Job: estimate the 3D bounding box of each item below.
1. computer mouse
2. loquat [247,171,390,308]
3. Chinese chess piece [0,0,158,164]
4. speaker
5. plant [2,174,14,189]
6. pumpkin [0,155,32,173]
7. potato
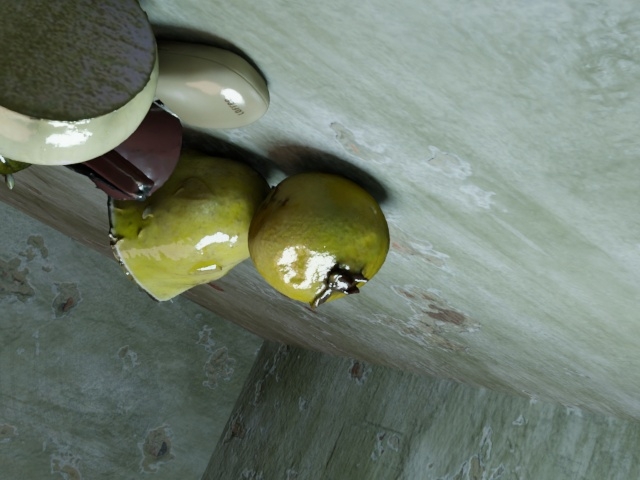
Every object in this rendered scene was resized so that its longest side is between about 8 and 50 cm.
[{"bbox_3d":[-0.182,-0.219,1.119,0.236,0.082,0.145,14,163,32],"label":"computer mouse"},{"bbox_3d":[0.000,0.000,1.305,0.243,0.244,0.244,23,165,6],"label":"loquat"},{"bbox_3d":[-0.336,-0.225,0.968,0.270,0.270,0.112,27,148,-9],"label":"Chinese chess piece"},{"bbox_3d":[-0.344,-0.132,1.160,0.259,0.198,0.329,61,-163,7],"label":"speaker"},{"bbox_3d":[-0.846,-0.271,1.847,0.333,0.180,0.251,19,154,34],"label":"plant"},{"bbox_3d":[-0.594,-0.233,1.453,0.223,0.224,0.157,25,-168,-4],"label":"pumpkin"},{"bbox_3d":[-0.207,-0.038,1.528,0.295,0.290,0.397,-9,176,15],"label":"potato"}]
